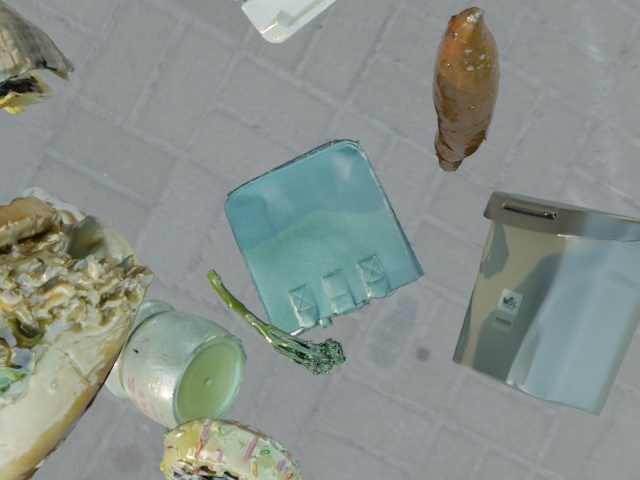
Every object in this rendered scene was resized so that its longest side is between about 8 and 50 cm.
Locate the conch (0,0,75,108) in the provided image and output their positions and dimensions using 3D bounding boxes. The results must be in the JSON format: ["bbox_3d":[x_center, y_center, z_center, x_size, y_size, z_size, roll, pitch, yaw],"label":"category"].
[{"bbox_3d":[-0.347,-0.156,0.834,0.291,0.210,0.159,-36,98,-49],"label":"conch"}]

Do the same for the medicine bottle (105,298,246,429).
[{"bbox_3d":[-0.193,0.163,1.310,0.147,0.143,0.147,-30,130,-44],"label":"medicine bottle"}]

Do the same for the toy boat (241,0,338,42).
[{"bbox_3d":[0.019,-0.286,0.845,0.269,0.141,0.141,-29,102,30],"label":"toy boat"}]

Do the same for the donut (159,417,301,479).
[{"bbox_3d":[-0.111,0.277,1.192,0.174,0.174,0.068,30,50,-12],"label":"donut"}]

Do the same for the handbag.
[{"bbox_3d":[0.000,-0.002,1.670,0.268,0.100,0.274,-27,83,6],"label":"handbag"}]

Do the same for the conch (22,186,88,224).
[{"bbox_3d":[-0.386,0.049,1.443,0.148,0.183,0.275,1,64,9],"label":"conch"}]

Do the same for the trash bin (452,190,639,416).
[{"bbox_3d":[0.305,0.076,1.290,0.219,0.219,0.250,20,89,-35],"label":"trash bin"}]

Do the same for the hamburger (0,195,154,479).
[{"bbox_3d":[-0.232,0.075,0.721,0.146,0.243,0.286,35,120,-16],"label":"hamburger"}]

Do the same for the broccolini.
[{"bbox_3d":[-0.059,0.094,1.151,0.194,0.052,0.054,36,112,9],"label":"broccolini"}]

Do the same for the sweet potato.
[{"bbox_3d":[0.118,-0.113,0.831,0.057,0.265,0.057,-1,67,3],"label":"sweet potato"}]

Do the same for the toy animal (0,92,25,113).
[{"bbox_3d":[-0.375,-0.214,1.115,0.070,0.083,0.159,-39,114,-12],"label":"toy animal"}]
